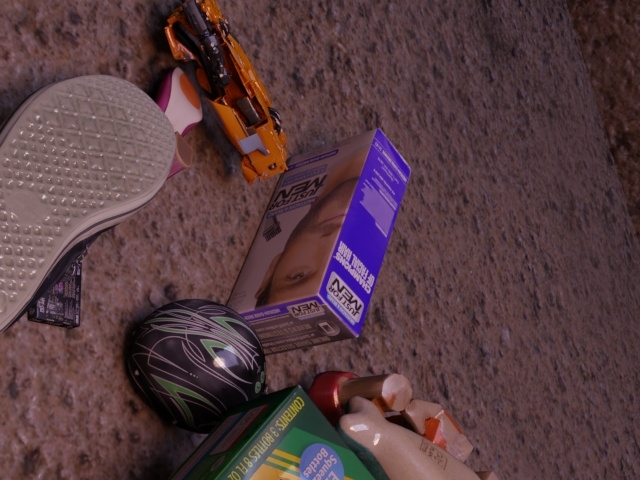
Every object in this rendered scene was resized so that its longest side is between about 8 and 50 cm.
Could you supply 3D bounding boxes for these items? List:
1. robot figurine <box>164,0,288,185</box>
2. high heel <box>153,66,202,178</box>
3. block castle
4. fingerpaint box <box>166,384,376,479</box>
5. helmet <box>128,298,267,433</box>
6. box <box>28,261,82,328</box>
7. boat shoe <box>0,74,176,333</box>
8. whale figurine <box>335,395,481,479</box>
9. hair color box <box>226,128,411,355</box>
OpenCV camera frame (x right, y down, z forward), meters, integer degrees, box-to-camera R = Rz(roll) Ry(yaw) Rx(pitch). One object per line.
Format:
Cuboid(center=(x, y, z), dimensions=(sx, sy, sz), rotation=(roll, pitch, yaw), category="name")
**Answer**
Cuboid(center=(-0.137, -0.232, 1.636), dimensions=(0.291, 0.085, 0.211), rotation=(61, 7, -17), category="robot figurine")
Cuboid(center=(-0.230, -0.150, 1.563), dimensions=(0.082, 0.117, 0.244), rotation=(51, 22, -39), category="high heel")
Cuboid(center=(0.092, 0.428, 1.643), dimensions=(0.453, 0.213, 0.303), rotation=(53, 53, -17), category="block castle")
Cuboid(center=(-0.074, 0.448, 1.247), dimensions=(0.371, 0.163, 0.445), rotation=(53, 51, -9), category="fingerpaint box")
Cuboid(center=(-0.157, 0.155, 1.458), dimensions=(0.169, 0.169, 0.161), rotation=(-67, 146, -40), category="helmet")
Cuboid(center=(-0.323, 0.061, 1.379), dimensions=(0.067, 0.018, 0.083), rotation=(18, 64, -49), category="box")
Cuboid(center=(-0.331, -0.036, 1.288), dimensions=(0.187, 0.156, 0.500), rotation=(46, 40, -12), category="boat shoe")
Cuboid(center=(0.109, 0.330, 1.465), dimensions=(0.272, 0.141, 0.216), rotation=(44, 17, -1), category="whale figurine")
Cuboid(center=(0.000, 0.000, 1.686), dimensions=(0.110, 0.185, 0.339), rotation=(47, 44, -32), category="hair color box")
